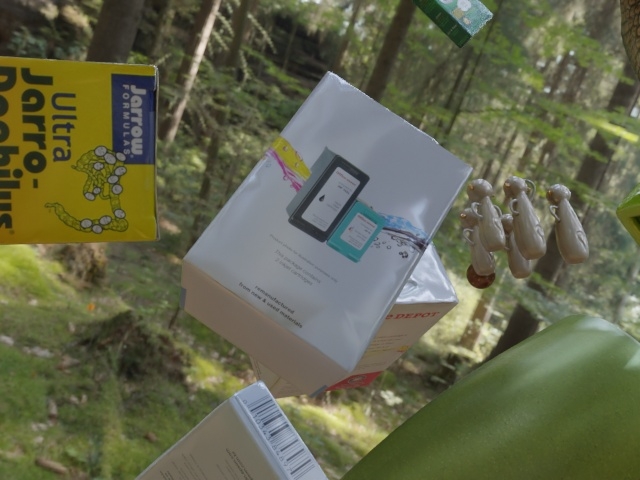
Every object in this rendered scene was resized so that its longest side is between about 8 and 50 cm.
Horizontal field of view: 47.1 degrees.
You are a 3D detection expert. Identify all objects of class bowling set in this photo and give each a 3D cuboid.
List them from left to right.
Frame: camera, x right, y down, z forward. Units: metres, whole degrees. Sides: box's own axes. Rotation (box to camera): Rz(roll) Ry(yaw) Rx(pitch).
[{"bbox_3d":[0.314,-0.015,1.312,0.287,0.154,0.200,10,-30,-37],"label":"bowling set"}]

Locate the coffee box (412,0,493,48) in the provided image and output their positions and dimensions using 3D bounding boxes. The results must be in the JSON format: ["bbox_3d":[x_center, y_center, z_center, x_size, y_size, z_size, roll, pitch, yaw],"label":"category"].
[{"bbox_3d":[0.237,-0.464,1.409,0.184,0.040,0.113,43,51,-2],"label":"coffee box"}]

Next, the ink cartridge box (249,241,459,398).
[{"bbox_3d":[0.041,0.129,1.194,0.226,0.306,0.131,1,53,-32],"label":"ink cartridge box"}]

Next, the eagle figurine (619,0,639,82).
[{"bbox_3d":[0.260,-0.230,0.588,0.226,0.298,0.225,19,-16,16],"label":"eagle figurine"}]

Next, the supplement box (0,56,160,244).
[{"bbox_3d":[-0.329,-0.112,0.911,0.195,0.194,0.356,-2,8,-23],"label":"supplement box"}]

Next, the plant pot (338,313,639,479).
[{"bbox_3d":[0.172,0.249,0.705,0.293,0.275,0.275,-19,21,-13],"label":"plant pot"}]

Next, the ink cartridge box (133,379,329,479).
[{"bbox_3d":[-0.058,0.256,0.559,0.223,0.224,0.045,54,31,13],"label":"ink cartridge box"}]

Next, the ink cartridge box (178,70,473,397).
[{"bbox_3d":[0.000,0.000,0.825,0.197,0.270,0.198,34,-23,1],"label":"ink cartridge box"}]

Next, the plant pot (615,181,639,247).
[{"bbox_3d":[0.540,-0.041,0.867,0.227,0.207,0.228,46,-19,-13],"label":"plant pot"}]
